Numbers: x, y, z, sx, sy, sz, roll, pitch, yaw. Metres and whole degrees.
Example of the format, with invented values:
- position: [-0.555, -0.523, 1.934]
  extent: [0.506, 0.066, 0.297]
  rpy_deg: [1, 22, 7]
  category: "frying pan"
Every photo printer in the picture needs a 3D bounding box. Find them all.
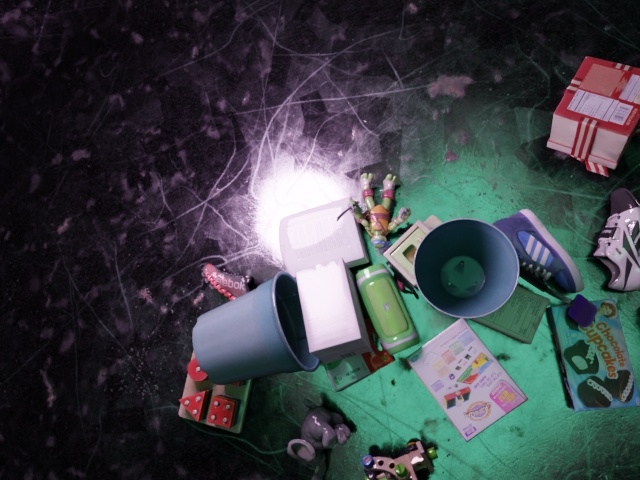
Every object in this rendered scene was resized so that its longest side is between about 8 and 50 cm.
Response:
- position: [0.000, 0.000, 1.736]
  extent: [0.307, 0.107, 0.256]
  rpy_deg: [-17, 75, 11]
  category: "photo printer"

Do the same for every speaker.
- position: [0.225, 0.234, 1.623]
  extent: [0.131, 0.131, 0.296]
  rpy_deg: [-25, 74, 8]
  category: "speaker"

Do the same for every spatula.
- position: [0.716, 0.162, 1.456]
  extent: [0.296, 0.030, 0.084]
  rpy_deg: [32, 76, 4]
  category: "spatula"

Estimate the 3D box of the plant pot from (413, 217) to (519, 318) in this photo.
- position: [0.436, 0.098, 1.443]
  extent: [0.290, 0.195, 0.290]
  rpy_deg: [-3, 76, 14]
  category: "plant pot"

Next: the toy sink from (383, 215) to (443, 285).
- position: [0.355, 0.028, 1.627]
  extent: [0.234, 0.131, 0.153]
  rpy_deg: [-43, 73, 3]
  category: "toy sink"

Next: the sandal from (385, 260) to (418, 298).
- position: [0.272, 0.141, 1.628]
  extent: [0.040, 0.067, 0.179]
  rpy_deg: [-44, 112, 4]
  category: "sandal"

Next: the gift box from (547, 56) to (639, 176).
- position: [0.897, -0.377, 1.499]
  extent: [0.276, 0.258, 0.255]
  rpy_deg: [34, 89, 26]
  category: "gift box"

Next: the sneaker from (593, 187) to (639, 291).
- position: [0.935, -0.003, 1.489]
  extent: [0.146, 0.122, 0.330]
  rpy_deg: [-7, 77, 11]
  category: "sneaker"

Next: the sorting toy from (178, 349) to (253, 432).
- position: [-0.393, 0.548, 1.738]
  extent: [0.255, 0.089, 0.257]
  rpy_deg: [9, 82, 16]
  category: "sorting toy"

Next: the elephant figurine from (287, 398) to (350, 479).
- position: [-0.028, 0.688, 1.593]
  extent: [0.239, 0.169, 0.186]
  rpy_deg: [-51, 42, 17]
  category: "elephant figurine"

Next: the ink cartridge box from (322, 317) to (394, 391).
- position: [0.114, 0.392, 1.647]
  extent: [0.225, 0.056, 0.181]
  rpy_deg: [-31, 65, 9]
  category: "ink cartridge box"

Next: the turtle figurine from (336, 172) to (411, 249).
- position: [0.204, -0.128, 1.637]
  extent: [0.198, 0.275, 0.266]
  rpy_deg: [-15, 55, 27]
  category: "turtle figurine"

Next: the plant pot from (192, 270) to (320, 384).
- position: [-0.219, 0.315, 1.590]
  extent: [0.334, 0.341, 0.341]
  rpy_deg: [-21, 75, 15]
  category: "plant pot"

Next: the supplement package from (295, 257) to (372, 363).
- position: [0.044, 0.238, 1.609]
  extent: [0.177, 0.175, 0.293]
  rpy_deg: [-18, 60, 11]
  category: "supplement package"

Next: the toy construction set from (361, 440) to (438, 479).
- position: [0.291, 0.781, 1.468]
  extent: [0.237, 0.257, 0.309]
  rpy_deg: [-25, 94, -4]
  category: "toy construction set"

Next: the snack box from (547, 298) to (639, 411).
- position: [0.845, 0.353, 1.474]
  extent: [0.187, 0.060, 0.322]
  rpy_deg: [-10, 76, 12]
  category: "snack box"

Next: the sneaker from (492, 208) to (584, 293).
- position: [0.654, 0.076, 1.538]
  extent: [0.236, 0.130, 0.323]
  rpy_deg: [-31, 71, 4]
  category: "sneaker"

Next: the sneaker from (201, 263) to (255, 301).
- position: [-0.326, 0.164, 1.793]
  extent: [0.276, 0.097, 0.135]
  rpy_deg: [39, 91, 16]
  category: "sneaker"

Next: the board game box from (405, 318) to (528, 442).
- position: [0.469, 0.448, 1.549]
  extent: [0.242, 0.064, 0.316]
  rpy_deg: [-37, 73, 5]
  category: "board game box"

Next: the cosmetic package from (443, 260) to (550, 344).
- position: [0.556, 0.201, 1.551]
  extent: [0.309, 0.113, 0.160]
  rpy_deg: [25, 86, 17]
  category: "cosmetic package"
